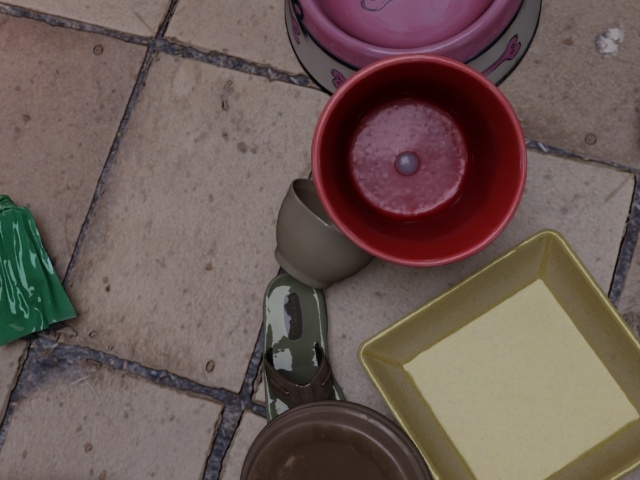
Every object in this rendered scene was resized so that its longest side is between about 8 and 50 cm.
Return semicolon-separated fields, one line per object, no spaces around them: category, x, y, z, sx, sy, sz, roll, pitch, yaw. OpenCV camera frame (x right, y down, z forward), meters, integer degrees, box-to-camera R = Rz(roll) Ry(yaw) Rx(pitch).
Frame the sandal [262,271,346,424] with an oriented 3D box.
sandal;-0.033;0.186;1.405;0.120;0.086;0.302;-14;73;5

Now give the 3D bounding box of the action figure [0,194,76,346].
action figure;-0.459;0.034;1.522;0.137;0.063;0.232;-20;77;5

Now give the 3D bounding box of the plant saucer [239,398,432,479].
plant saucer;0.016;0.353;1.330;0.278;0.041;0.277;1;93;16

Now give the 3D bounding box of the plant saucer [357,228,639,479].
plant saucer;0.273;0.205;1.360;0.333;0.081;0.332;-32;73;-2

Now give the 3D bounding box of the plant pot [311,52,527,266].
plant pot;0.126;-0.109;1.356;0.275;0.243;0.274;0;95;1

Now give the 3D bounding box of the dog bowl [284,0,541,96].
dog bowl;0.134;-0.401;1.511;0.408;0.150;0.407;-2;75;8

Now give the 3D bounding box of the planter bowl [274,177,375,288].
planter bowl;0.000;0.000;1.428;0.162;0.162;0.109;40;111;16
